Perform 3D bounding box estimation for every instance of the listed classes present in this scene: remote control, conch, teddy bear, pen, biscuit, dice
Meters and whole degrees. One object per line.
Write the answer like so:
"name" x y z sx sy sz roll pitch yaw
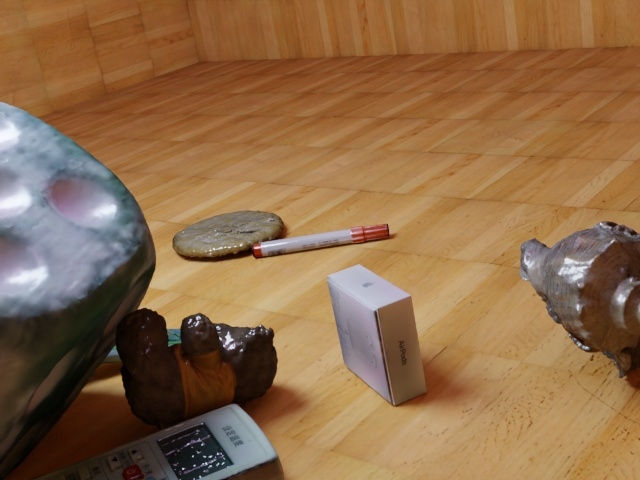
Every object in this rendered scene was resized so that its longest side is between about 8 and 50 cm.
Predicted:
"remote control" -0.216 0.269 0.940 0.344 0.050 0.145 -18 22 -21
"conch" 0.308 0.062 1.046 0.163 0.178 0.245 -14 19 -21
"teddy bear" -0.142 0.156 1.088 0.190 0.177 0.140 -14 60 -22
"pen" 0.000 0.000 1.571 0.239 0.028 0.028 -9 21 5
"biscuit" -0.171 -0.015 1.684 0.219 0.033 0.220 -10 18 3
"dice" -0.411 0.066 1.009 0.330 0.328 0.348 34 35 0

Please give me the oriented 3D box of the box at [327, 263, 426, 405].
"box" 0.066 0.112 1.101 0.051 0.130 0.129 -20 23 -20

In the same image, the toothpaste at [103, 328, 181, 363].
"toothpaste" -0.313 0.150 1.266 0.296 0.048 0.075 -3 19 -18
